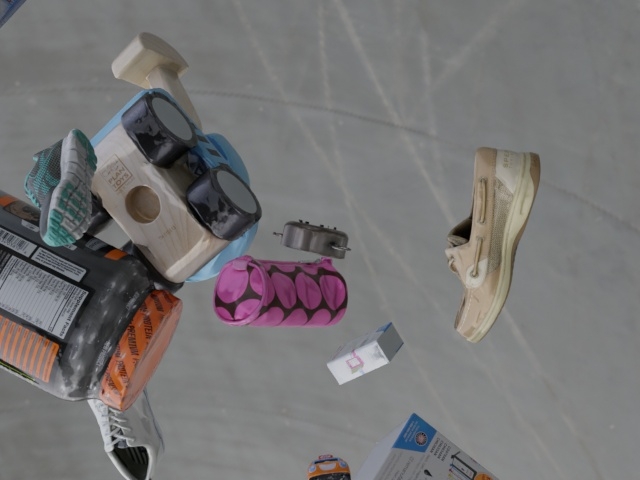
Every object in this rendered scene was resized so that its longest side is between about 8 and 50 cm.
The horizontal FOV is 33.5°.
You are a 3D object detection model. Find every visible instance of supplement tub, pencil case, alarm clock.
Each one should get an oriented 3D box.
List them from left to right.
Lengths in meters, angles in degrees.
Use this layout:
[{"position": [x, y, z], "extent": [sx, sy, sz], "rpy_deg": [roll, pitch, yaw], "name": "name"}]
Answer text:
[{"position": [-0.364, 0.073, 1.376], "extent": [0.338, 0.207, 0.207], "rpy_deg": [27, 158, 4], "name": "supplement tub"}, {"position": [-0.051, 0.067, 1.418], "extent": [0.095, 0.209, 0.098], "rpy_deg": [15, 95, 32], "name": "pencil case"}, {"position": [0.000, 0.000, 2.058], "extent": [0.192, 0.129, 0.064], "rpy_deg": [19, 96, 57], "name": "alarm clock"}]

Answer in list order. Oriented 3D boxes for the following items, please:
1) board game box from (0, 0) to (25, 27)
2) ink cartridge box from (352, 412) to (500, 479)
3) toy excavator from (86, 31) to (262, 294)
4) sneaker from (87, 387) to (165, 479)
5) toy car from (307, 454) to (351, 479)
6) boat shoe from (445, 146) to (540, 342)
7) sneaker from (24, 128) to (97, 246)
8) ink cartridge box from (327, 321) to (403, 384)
[{"position": [-0.466, -0.343, 1.399], "extent": [0.194, 0.194, 0.060], "rpy_deg": [30, 147, -29], "name": "board game box"}, {"position": [0.180, 0.452, 1.816], "extent": [0.233, 0.171, 0.168], "rpy_deg": [38, 141, 1], "name": "ink cartridge box"}, {"position": [-0.247, -0.144, 1.718], "extent": [0.433, 0.222, 0.445], "rpy_deg": [50, -162, 3], "name": "toy excavator"}, {"position": [-0.299, 0.269, 1.613], "extent": [0.091, 0.094, 0.258], "rpy_deg": [-96, -14, -54], "name": "sneaker"}, {"position": [-0.029, 0.200, 0.841], "extent": [0.040, 0.122, 0.060], "rpy_deg": [-99, -15, -47], "name": "toy car"}, {"position": [0.250, 0.006, 1.675], "extent": [0.121, 0.110, 0.341], "rpy_deg": [-81, 2, -62], "name": "boat shoe"}, {"position": [-0.304, -0.052, 1.214], "extent": [0.166, 0.076, 0.065], "rpy_deg": [-90, -24, -45], "name": "sneaker"}, {"position": [0.084, 0.213, 2.002], "extent": [0.122, 0.088, 0.052], "rpy_deg": [-27, 97, 30], "name": "ink cartridge box"}]
